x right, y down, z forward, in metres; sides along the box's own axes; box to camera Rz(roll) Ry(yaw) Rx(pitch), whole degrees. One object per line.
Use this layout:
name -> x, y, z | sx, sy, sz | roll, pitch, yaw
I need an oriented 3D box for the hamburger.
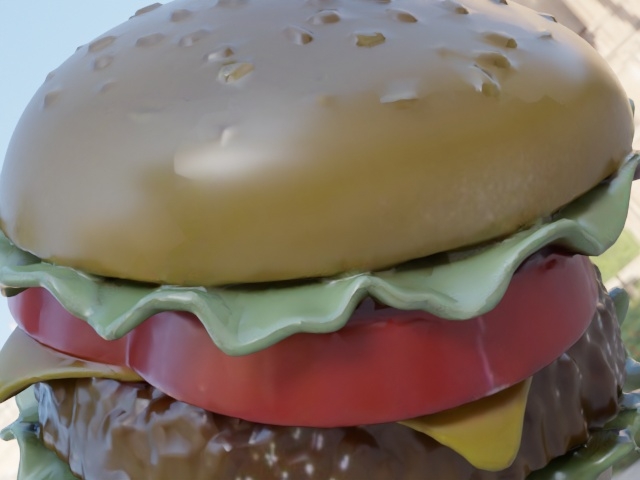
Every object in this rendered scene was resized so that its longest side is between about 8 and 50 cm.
hamburger -> 0.000, 0.000, 0.492 | 0.274, 0.274, 0.212 | -29, -57, -42
